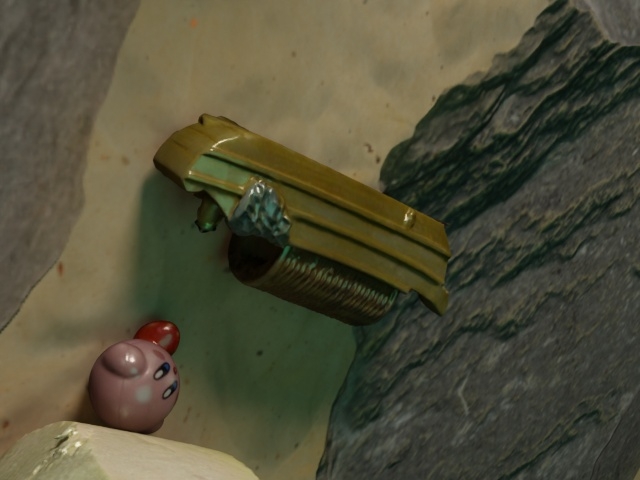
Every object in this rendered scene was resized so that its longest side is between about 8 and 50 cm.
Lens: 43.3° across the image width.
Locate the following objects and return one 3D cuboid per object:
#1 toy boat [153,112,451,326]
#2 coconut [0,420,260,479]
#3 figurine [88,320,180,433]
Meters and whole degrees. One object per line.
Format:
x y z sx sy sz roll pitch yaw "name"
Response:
0.000 0.000 0.654 0.310 0.089 0.115 21 97 -43 "toy boat"
-0.151 0.243 0.540 0.244 0.239 0.239 25 91 -48 "coconut"
-0.138 0.109 0.602 0.067 0.071 0.083 -5 109 7 "figurine"
